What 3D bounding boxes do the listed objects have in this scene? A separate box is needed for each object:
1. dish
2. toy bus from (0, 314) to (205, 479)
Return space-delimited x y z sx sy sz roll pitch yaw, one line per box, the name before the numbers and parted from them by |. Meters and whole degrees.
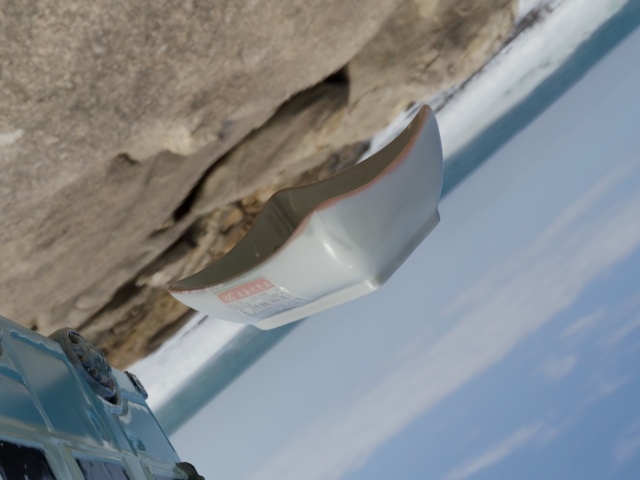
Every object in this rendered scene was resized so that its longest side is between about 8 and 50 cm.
dish | 0.000 0.000 0.624 0.212 0.077 0.151 -25 -164 50
toy bus | -0.147 0.128 0.394 0.133 0.165 0.271 -38 159 -4
